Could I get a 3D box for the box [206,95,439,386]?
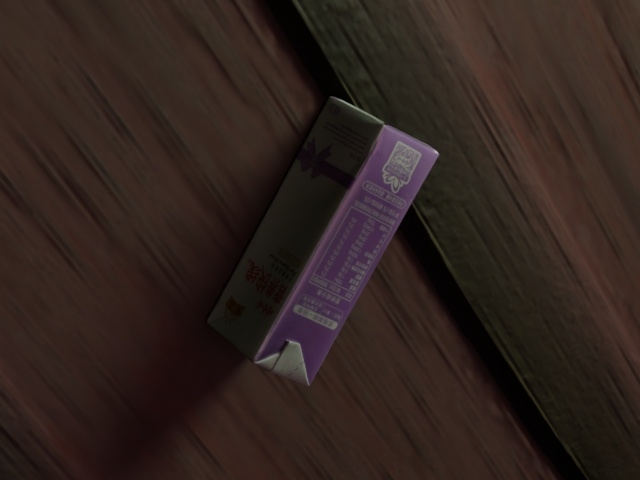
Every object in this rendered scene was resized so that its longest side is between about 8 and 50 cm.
[{"bbox_3d":[0.000,0.000,0.747,0.036,0.051,0.117,27,92,-35],"label":"box"}]
